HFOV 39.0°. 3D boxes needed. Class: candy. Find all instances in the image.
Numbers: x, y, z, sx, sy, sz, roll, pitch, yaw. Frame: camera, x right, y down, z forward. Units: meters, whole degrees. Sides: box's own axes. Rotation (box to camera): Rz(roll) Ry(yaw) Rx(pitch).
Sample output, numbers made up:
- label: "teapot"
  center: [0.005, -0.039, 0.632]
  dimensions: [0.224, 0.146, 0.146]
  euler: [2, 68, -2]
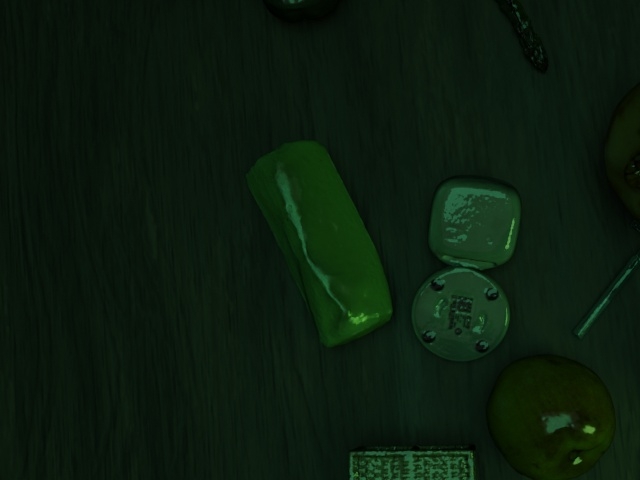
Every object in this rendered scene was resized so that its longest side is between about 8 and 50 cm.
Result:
- label: "candy"
  center: [0.000, 0.000, 1.487]
  dimensions: [0.142, 0.132, 0.343]
  euler: [-18, 80, -36]

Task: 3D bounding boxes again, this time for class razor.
- label: "razor"
  center: [0.474, 0.070, 1.441]
  dimensions: [0.084, 0.036, 0.211]
  euler: [38, 90, 13]

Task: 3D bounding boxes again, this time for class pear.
- label: "pear"
  center: [0.346, 0.269, 1.364]
  dimensions: [0.200, 0.200, 0.200]
  euler: [-1, 83, 9]

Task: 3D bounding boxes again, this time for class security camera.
- label: "security camera"
  center: [0.237, 0.045, 1.465]
  dimensions: [0.157, 0.080, 0.301]
  euler: [9, 95, 8]

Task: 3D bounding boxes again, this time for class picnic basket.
- label: "picnic basket"
  center: [0.149, 0.400, 1.407]
  dimensions: [0.196, 0.134, 0.154]
  euler: [-2, 80, 9]

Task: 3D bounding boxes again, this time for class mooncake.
- label: "mooncake"
  center: [-0.032, -0.461, 1.551]
  dimensions: [0.175, 0.104, 0.168]
  euler: [11, 89, 13]

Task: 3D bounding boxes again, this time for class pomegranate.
- label: "pomegranate"
  center: [0.576, -0.141, 1.336]
  dimensions: [0.307, 0.307, 0.307]
  euler: [-1, 83, 9]

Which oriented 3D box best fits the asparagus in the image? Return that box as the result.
- label: "asparagus"
  center: [0.340, -0.355, 1.514]
  dimensions: [0.036, 0.030, 0.165]
  euler: [-23, 80, -4]
